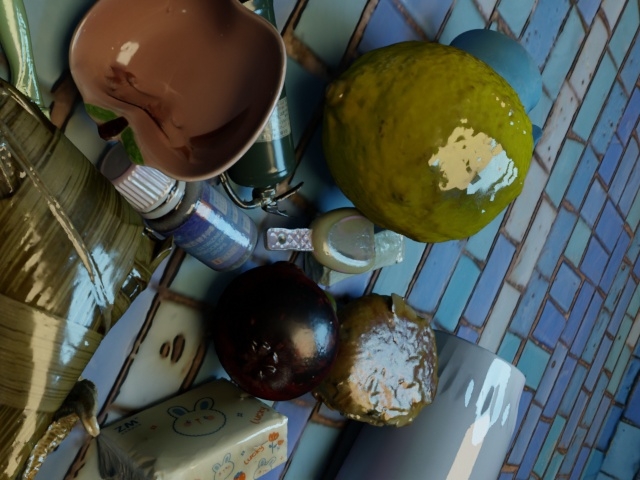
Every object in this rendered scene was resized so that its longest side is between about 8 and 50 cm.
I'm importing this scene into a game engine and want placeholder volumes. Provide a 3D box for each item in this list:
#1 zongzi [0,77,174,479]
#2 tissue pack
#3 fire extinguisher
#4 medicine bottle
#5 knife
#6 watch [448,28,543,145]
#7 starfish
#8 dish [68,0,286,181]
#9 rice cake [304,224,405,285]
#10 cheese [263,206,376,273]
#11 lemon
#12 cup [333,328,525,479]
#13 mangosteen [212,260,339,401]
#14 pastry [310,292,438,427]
[{"bbox_3d":[-0.287,0.025,0.593,0.286,0.134,0.288,51,41,-32],"label":"zongzi"},{"bbox_3d":[-0.160,0.261,0.881,0.196,0.148,0.092,-19,117,-41],"label":"tissue pack"},{"bbox_3d":[-0.083,-0.144,0.844,0.118,0.093,0.295,-23,123,-25],"label":"fire extinguisher"},{"bbox_3d":[-0.161,-0.040,0.807,0.203,0.083,0.084,42,75,-45],"label":"medicine bottle"},{"bbox_3d":[-0.287,-0.143,0.675,0.043,0.019,0.293,-28,126,-36],"label":"knife"},{"bbox_3d":[0.261,-0.224,1.103,0.211,0.211,0.193,-45,151,-25],"label":"watch"},{"bbox_3d":[-0.270,0.195,0.692,0.050,0.247,0.138,28,77,-19],"label":"starfish"},{"bbox_3d":[-0.139,-0.167,0.719,0.090,0.213,0.214,-70,177,-85],"label":"dish"},{"bbox_3d":[0.057,0.019,1.078,0.206,0.063,0.069,-18,113,-42],"label":"rice cake"},{"bbox_3d":[0.000,0.000,0.954,0.192,0.037,0.097,0,84,-42],"label":"cheese"},{"bbox_3d":[0.140,-0.136,0.946,0.321,0.268,0.268,31,83,-43],"label":"lemon"},{"bbox_3d":[0.192,0.363,1.233,0.253,0.253,0.372,42,71,-47],"label":"cup"},{"bbox_3d":[-0.051,0.115,0.936,0.199,0.199,0.200,-21,120,-41],"label":"mangosteen"},{"bbox_3d":[0.084,0.198,1.110,0.228,0.100,0.219,-17,91,-33],"label":"pastry"}]
